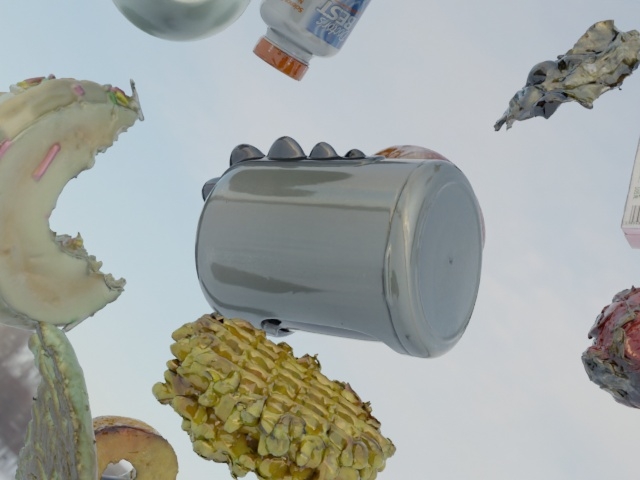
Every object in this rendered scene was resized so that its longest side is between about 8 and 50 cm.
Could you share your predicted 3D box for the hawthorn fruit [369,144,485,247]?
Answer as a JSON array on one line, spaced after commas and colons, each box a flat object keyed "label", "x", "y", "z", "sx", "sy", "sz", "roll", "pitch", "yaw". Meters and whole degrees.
[{"label": "hawthorn fruit", "x": 0.138, "y": -0.024, "z": 1.569, "sx": 0.263, "sy": 0.231, "sz": 0.235, "roll": 5, "pitch": -2, "yaw": -21}]

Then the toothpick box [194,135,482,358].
[{"label": "toothpick box", "x": 0.000, "y": 0.000, "z": 1.182, "sx": 0.316, "sy": 0.229, "sz": 0.229, "roll": 5, "pitch": -39, "yaw": 30}]

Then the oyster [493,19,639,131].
[{"label": "oyster", "x": 0.460, "y": -0.297, "z": 1.874, "sx": 0.221, "sy": 0.361, "sz": 0.096, "roll": 18, "pitch": -43, "yaw": 62}]

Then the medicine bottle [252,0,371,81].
[{"label": "medicine bottle", "x": 0.001, "y": -0.410, "z": 1.778, "sx": 0.157, "sy": 0.288, "sz": 0.157, "roll": 31, "pitch": 10, "yaw": -6}]

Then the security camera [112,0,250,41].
[{"label": "security camera", "x": -0.165, "y": -0.344, "z": 1.276, "sx": 0.195, "sy": 0.236, "sz": 0.194, "roll": 6, "pitch": -33, "yaw": 4}]

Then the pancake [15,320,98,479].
[{"label": "pancake", "x": -0.318, "y": 0.286, "z": 1.306, "sx": 0.054, "sy": 0.376, "sz": 0.197, "roll": 5, "pitch": -11, "yaw": -39}]

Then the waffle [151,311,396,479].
[{"label": "waffle", "x": -0.035, "y": 0.137, "z": 0.863, "sx": 0.193, "sy": 0.070, "sz": 0.197, "roll": 40, "pitch": 15, "yaw": 33}]

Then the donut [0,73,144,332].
[{"label": "donut", "x": -0.406, "y": -0.051, "z": 1.520, "sx": 0.150, "sy": 0.307, "sz": 0.371, "roll": 24, "pitch": -66, "yaw": 39}]

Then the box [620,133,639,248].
[{"label": "box", "x": 0.347, "y": -0.053, "z": 1.034, "sx": 0.089, "sy": 0.125, "sz": 0.043, "roll": 4, "pitch": -27, "yaw": 34}]

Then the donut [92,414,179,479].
[{"label": "donut", "x": -0.310, "y": 0.334, "z": 1.588, "sx": 0.074, "sy": 0.190, "sz": 0.174, "roll": 38, "pitch": -54, "yaw": 56}]

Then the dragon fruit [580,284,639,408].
[{"label": "dragon fruit", "x": 0.518, "y": 0.202, "z": 1.790, "sx": 0.218, "sy": 0.148, "sz": 0.223, "roll": 47, "pitch": -36, "yaw": 37}]
